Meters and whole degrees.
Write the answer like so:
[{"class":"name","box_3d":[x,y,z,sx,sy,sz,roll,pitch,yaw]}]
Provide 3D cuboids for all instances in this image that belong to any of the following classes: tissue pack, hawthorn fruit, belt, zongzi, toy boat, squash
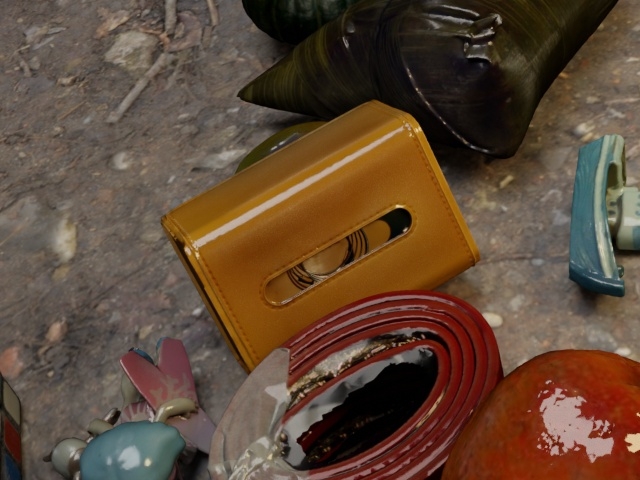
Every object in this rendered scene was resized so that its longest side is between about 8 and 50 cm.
[{"class":"tissue pack","box_3d":[0.000,0.000,1.349,0.275,0.194,0.145,-31,16,-9]},{"class":"hawthorn fruit","box_3d":[0.195,0.223,1.079,0.299,0.211,0.211,-46,46,-4]},{"class":"belt","box_3d":[0.037,0.190,1.223,0.324,0.115,0.227,-36,48,-14]},{"class":"zongzi","box_3d":[0.146,-0.285,1.626,0.432,0.207,0.403,6,43,43]},{"class":"toy boat","box_3d":[0.319,-0.024,1.349,0.102,0.088,0.215,1,46,18]},{"class":"squash","box_3d":[-0.009,-0.362,1.761,0.218,0.172,0.218,11,33,-7]}]

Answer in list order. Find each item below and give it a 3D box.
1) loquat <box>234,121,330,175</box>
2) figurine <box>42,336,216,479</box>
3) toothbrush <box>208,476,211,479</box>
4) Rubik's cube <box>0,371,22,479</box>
[{"class":"loquat","box_3d":[-0.015,-0.063,1.489,0.195,0.152,0.152,-27,42,-17]},{"class":"figurine","box_3d":[-0.210,0.195,1.337,0.205,0.102,0.260,-13,34,8]},{"class":"toothbrush","box_3d":[-0.035,0.199,1.324,0.193,0.013,0.019,-34,35,-11]},{"class":"Rubik's cube","box_3d":[-0.486,0.224,1.284,0.292,0.287,0.293,-17,42,5]}]
